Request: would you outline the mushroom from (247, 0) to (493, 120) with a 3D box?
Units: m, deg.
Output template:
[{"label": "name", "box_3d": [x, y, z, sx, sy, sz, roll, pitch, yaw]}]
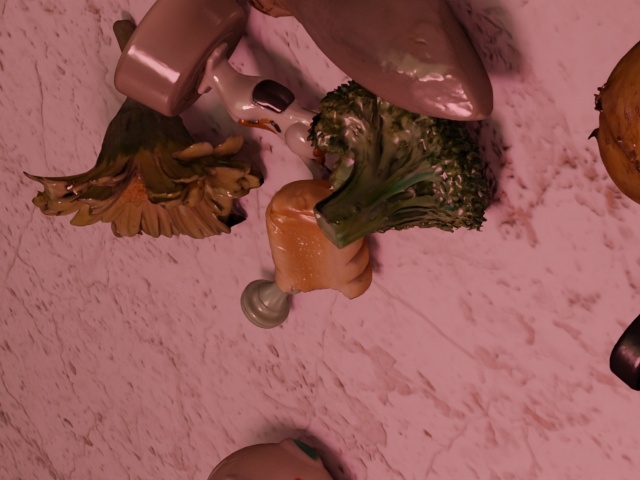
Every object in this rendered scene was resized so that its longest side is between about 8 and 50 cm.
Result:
[{"label": "mushroom", "box_3d": [0.050, -0.224, 1.779, 0.350, 0.128, 0.128, 34, 140, 39]}]

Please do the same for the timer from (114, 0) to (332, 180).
[{"label": "timer", "box_3d": [-0.085, -0.171, 2.006, 0.266, 0.175, 0.175, 36, 144, 5]}]

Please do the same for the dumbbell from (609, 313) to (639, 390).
[{"label": "dumbbell", "box_3d": [0.378, 0.145, 1.649, 0.191, 0.100, 0.100, 42, 143, 25]}]

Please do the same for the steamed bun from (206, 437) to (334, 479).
[{"label": "steamed bun", "box_3d": [-0.052, 0.354, 2.364, 0.177, 0.131, 0.228, 55, 147, -12]}]

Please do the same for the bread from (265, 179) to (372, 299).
[{"label": "bread", "box_3d": [0.000, 0.000, 2.037, 0.119, 0.084, 0.177, 11, 136, 21]}]

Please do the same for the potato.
[{"label": "potato", "box_3d": [0.333, -0.115, 1.451, 0.300, 0.140, 0.173, -24, 53, 63]}]

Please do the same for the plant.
[{"label": "plant", "box_3d": [-0.219, -0.099, 2.227, 0.306, 0.297, 0.261, -15, 138, 15]}]

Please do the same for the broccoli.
[{"label": "broccoli", "box_3d": [0.067, -0.065, 1.816, 0.219, 0.194, 0.194, 49, 146, 5]}]

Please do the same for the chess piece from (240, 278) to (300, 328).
[{"label": "chess piece", "box_3d": [-0.052, 0.063, 2.203, 0.067, 0.067, 0.103, 54, 137, 8]}]
